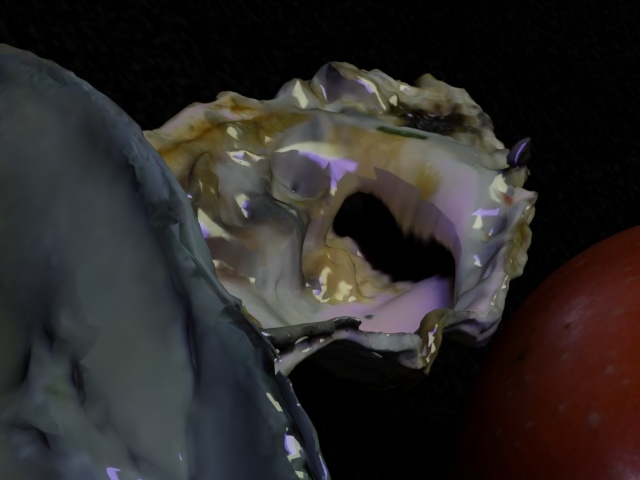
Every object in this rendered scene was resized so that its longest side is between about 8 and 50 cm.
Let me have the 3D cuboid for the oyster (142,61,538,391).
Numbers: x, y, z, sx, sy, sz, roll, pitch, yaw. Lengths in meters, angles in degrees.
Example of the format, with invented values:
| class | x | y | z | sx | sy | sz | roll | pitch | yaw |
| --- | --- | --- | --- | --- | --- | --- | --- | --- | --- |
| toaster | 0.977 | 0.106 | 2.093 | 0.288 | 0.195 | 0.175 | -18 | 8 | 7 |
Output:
| class | x | y | z | sx | sy | sz | roll | pitch | yaw |
| --- | --- | --- | --- | --- | --- | --- | --- | --- | --- |
| oyster | 0.002 | 0.003 | 0.861 | 0.201 | 0.107 | 0.354 | 24 | 33 | 25 |

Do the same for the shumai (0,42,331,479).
| class | x | y | z | sx | sy | sz | roll | pitch | yaw |
| --- | --- | --- | --- | --- | --- | --- | --- | --- | --- |
| shumai | -0.149 | 0.062 | 0.441 | 0.330 | 0.288 | 0.292 | 48 | 34 | 3 |

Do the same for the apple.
| class | x | y | z | sx | sy | sz | roll | pitch | yaw |
| --- | --- | --- | --- | --- | --- | --- | --- | --- | --- |
| apple | 0.182 | 0.116 | 0.803 | 0.260 | 0.216 | 0.260 | 30 | 36 | -25 |
